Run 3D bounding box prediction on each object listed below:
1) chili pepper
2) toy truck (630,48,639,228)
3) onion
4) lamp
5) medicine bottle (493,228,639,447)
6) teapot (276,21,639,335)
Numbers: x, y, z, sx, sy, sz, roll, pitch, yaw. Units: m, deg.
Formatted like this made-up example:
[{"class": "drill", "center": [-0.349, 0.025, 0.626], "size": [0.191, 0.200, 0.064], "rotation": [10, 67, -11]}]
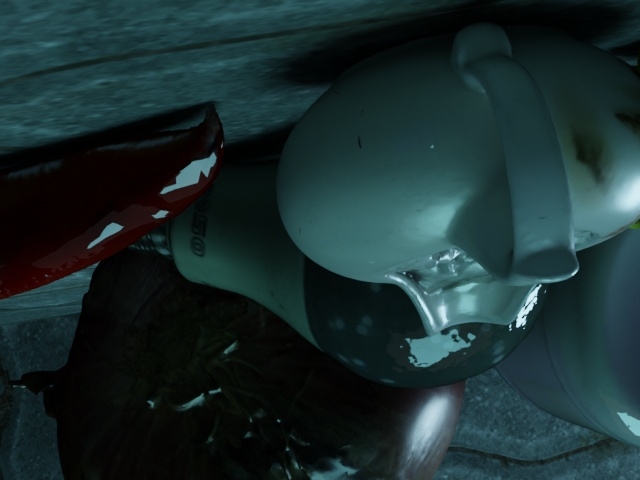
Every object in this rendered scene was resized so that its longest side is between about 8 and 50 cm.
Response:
[{"class": "chili pepper", "center": [-0.224, -0.014, 0.856], "size": [0.368, 0.092, 0.137], "rotation": [-16, 157, 6]}, {"class": "toy truck", "center": [0.285, -0.065, 0.852], "size": [0.272, 0.124, 0.157], "rotation": [-10, -172, -38]}, {"class": "onion", "center": [-0.063, 0.114, 1.140], "size": [0.353, 0.354, 0.353], "rotation": [-9, 176, -1]}, {"class": "lamp", "center": [0.003, 0.016, 0.952], "size": [0.314, 0.182, 0.182], "rotation": [-8, 177, 18]}, {"class": "medicine bottle", "center": [0.255, 0.038, 1.250], "size": [0.256, 0.256, 0.325], "rotation": [-7, -173, -19]}, {"class": "teapot", "center": [0.079, -0.027, 0.711], "size": [0.204, 0.139, 0.298], "rotation": [-7, 170, 3]}]
